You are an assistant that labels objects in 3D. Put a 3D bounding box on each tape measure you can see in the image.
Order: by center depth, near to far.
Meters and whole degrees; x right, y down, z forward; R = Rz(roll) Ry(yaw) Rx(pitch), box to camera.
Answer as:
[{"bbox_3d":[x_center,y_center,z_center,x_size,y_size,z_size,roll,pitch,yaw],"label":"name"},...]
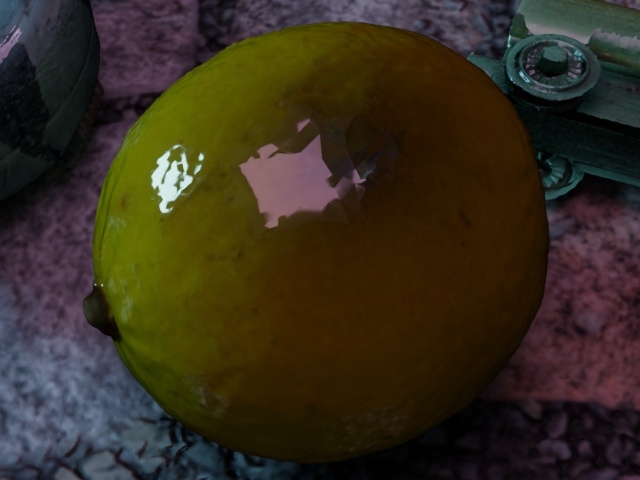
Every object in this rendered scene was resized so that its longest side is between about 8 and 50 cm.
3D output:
[{"bbox_3d":[-0.299,-0.132,1.411,0.256,0.147,0.275,27,64,22],"label":"tape measure"}]

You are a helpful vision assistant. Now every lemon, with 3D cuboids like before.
[{"bbox_3d":[0.000,0.000,1.221,0.297,0.297,0.297,-1,55,2],"label":"lemon"}]

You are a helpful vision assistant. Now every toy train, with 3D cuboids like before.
[{"bbox_3d":[0.254,-0.104,1.369,0.307,0.126,0.189,16,57,14],"label":"toy train"}]
